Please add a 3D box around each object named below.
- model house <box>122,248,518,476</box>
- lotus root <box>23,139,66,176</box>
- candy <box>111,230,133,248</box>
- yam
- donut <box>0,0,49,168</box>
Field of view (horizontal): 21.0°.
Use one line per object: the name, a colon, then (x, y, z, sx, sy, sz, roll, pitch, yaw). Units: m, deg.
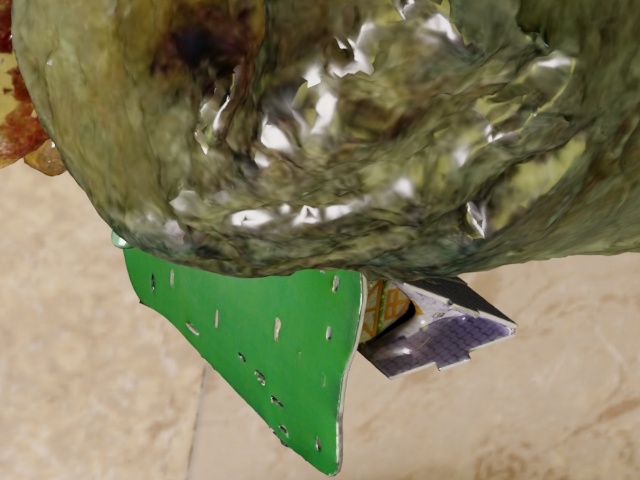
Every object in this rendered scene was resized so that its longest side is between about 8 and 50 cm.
model house: (0.000, 0.000, 0.683, 0.088, 0.167, 0.117, -14, 123, -32)
lotus root: (-0.094, -0.061, 0.675, 0.030, 0.037, 0.083, 28, 107, -28)
candy: (-0.045, -0.132, 0.609, 0.091, 0.083, 0.305, -22, 132, -56)
yam: (0.058, -0.087, 0.556, 0.300, 0.195, 0.195, -4, 125, -49)
donut: (-0.156, -0.110, 0.607, 0.166, 0.073, 0.184, -26, 122, -1)
